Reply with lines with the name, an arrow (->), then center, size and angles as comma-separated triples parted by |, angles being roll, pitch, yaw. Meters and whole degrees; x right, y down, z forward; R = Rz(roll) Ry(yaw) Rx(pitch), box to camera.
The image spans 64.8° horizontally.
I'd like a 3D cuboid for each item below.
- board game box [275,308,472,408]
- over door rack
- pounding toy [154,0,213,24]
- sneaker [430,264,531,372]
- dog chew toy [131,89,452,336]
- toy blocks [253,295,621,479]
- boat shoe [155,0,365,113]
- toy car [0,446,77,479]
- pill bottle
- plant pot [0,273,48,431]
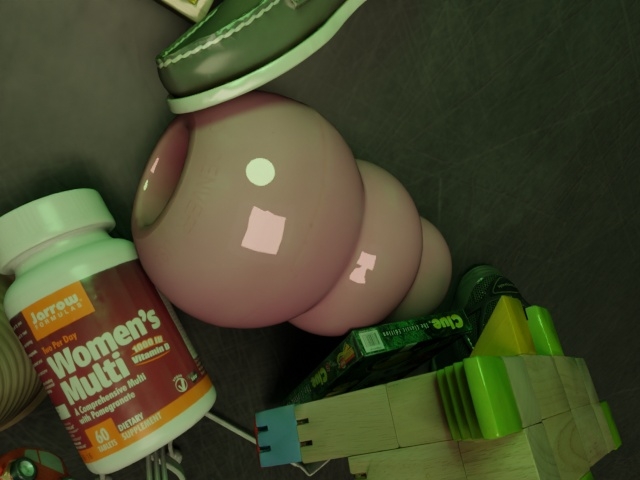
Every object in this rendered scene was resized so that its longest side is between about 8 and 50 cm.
board game box -> 0.041, 0.154, 0.567 | 0.136, 0.030, 0.259 | -4, 148, -28
over door rack -> -0.091, 0.294, 0.551 | 0.324, 0.239, 0.108 | 30, 98, -27
pounding toy -> -0.118, -0.263, 0.378 | 0.130, 0.100, 0.141 | 25, 103, -28
sneaker -> 0.219, 0.161, 0.670 | 0.087, 0.130, 0.227 | 5, 113, -20
dog chew toy -> 0.000, 0.000, 0.489 | 0.332, 0.206, 0.206 | 23, 103, -35
toy blocks -> 0.117, 0.192, 0.505 | 0.261, 0.190, 0.381 | -24, 155, 32
boat shoe -> -0.016, -0.213, 0.400 | 0.305, 0.109, 0.091 | -45, 131, -21
toy car -> -0.298, 0.140, 0.390 | 0.239, 0.053, 0.225 | 7, 108, -20
pill bottle -> -0.193, 0.074, 0.445 | 0.121, 0.121, 0.221 | -28, 90, -6
plant pot -> -0.363, 0.113, 0.450 | 0.237, 0.110, 0.237 | -7, 115, -16
